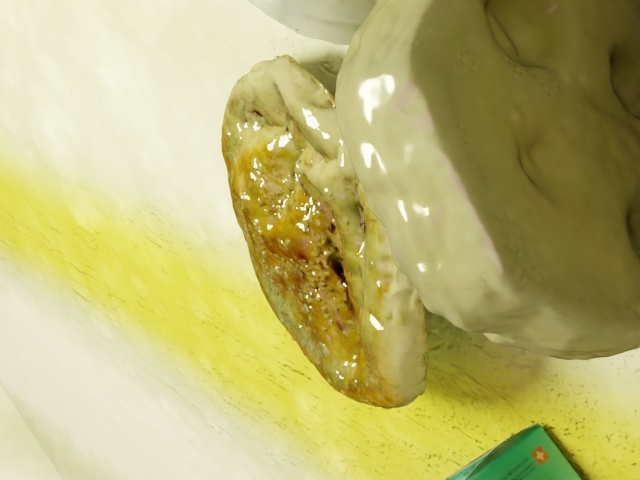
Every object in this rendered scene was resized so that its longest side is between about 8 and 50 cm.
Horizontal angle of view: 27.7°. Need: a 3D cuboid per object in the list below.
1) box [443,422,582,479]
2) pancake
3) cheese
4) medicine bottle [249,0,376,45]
[{"bbox_3d":[0.232,0.359,1.305,0.311,0.118,0.205,53,151,10],"label":"box"},{"bbox_3d":[0.000,0.000,1.309,0.387,0.082,0.387,48,152,36],"label":"pancake"},{"bbox_3d":[0.160,-0.077,0.886,0.318,0.326,0.115,28,152,-25],"label":"cheese"},{"bbox_3d":[0.045,-0.315,0.904,0.190,0.190,0.332,45,146,21],"label":"medicine bottle"}]
